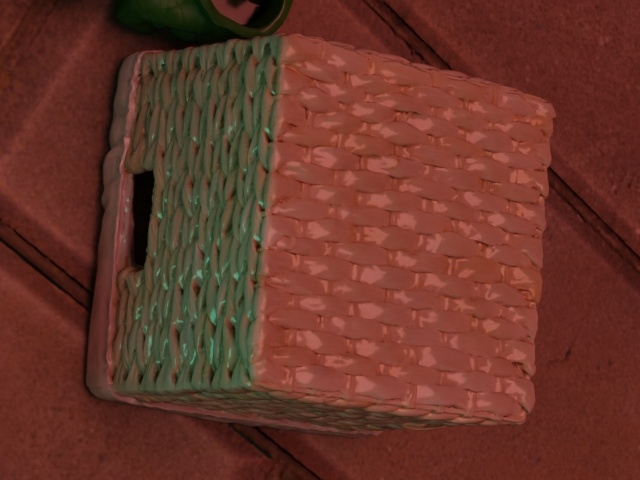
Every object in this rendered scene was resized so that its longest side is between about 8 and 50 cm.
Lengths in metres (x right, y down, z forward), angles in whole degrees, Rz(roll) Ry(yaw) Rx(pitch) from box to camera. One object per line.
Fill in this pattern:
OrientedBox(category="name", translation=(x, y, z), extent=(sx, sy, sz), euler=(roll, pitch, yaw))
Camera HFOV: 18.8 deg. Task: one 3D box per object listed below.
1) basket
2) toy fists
OrientedBox(category="basket", translation=(0.000, 0.000, 1.726), extent=(0.331, 0.266, 0.328), euler=(11, 79, -34))
OrientedBox(category="toy fists", translation=(-0.165, -0.245, 1.709), extent=(0.279, 0.142, 0.096), euler=(24, 84, -32))
